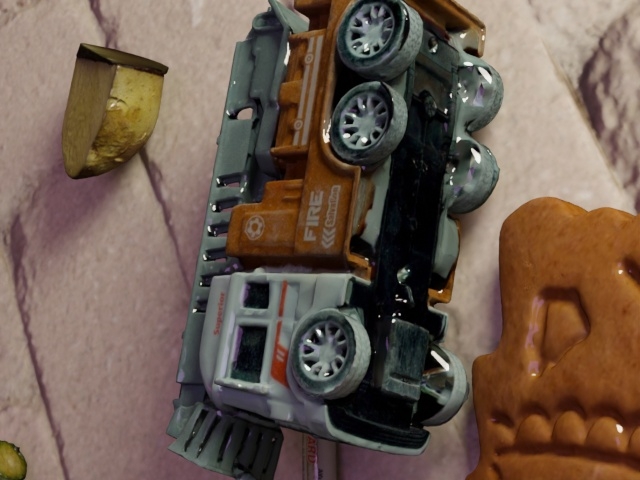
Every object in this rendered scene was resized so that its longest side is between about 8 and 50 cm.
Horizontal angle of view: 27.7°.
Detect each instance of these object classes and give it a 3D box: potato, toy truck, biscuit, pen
[{"bbox_3d":[-0.166,-0.098,1.042,0.096,0.066,0.103,37,112,57],"label":"potato"},{"bbox_3d":[0.000,0.000,0.857,0.184,0.133,0.339,0,75,38],"label":"toy truck"},{"bbox_3d":[0.163,0.115,0.750,0.284,0.043,0.306,33,106,53],"label":"biscuit"},{"bbox_3d":[-0.001,0.103,0.914,0.026,0.026,0.218,-9,75,32],"label":"pen"}]

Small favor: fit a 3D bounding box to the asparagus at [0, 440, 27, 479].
[{"bbox_3d":[-0.316,0.226,1.088,0.178,0.041,0.045,-37,54,23],"label":"asparagus"}]
